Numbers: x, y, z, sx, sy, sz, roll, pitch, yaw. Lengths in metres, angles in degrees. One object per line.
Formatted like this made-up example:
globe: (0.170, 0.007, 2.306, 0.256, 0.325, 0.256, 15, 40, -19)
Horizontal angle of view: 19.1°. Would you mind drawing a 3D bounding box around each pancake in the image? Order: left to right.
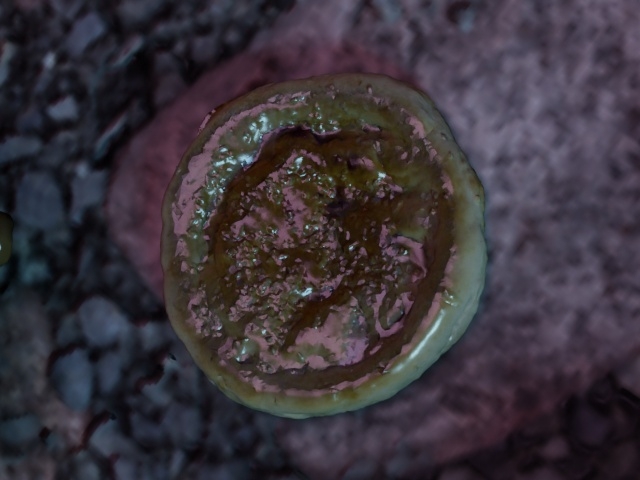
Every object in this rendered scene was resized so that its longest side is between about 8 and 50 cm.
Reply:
pancake: (0.000, 0.000, 0.729, 0.139, 0.022, 0.139, -5, 77, 20)

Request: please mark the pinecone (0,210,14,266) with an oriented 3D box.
pinecone: (-0.266, 0.028, 0.703, 0.309, 0.244, 0.244, -24, 68, -12)
